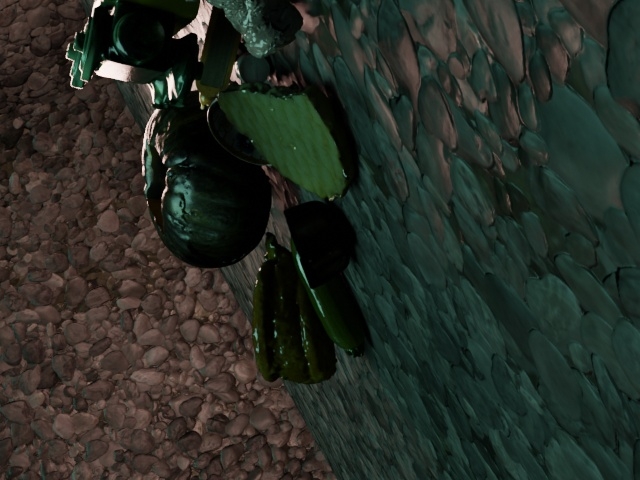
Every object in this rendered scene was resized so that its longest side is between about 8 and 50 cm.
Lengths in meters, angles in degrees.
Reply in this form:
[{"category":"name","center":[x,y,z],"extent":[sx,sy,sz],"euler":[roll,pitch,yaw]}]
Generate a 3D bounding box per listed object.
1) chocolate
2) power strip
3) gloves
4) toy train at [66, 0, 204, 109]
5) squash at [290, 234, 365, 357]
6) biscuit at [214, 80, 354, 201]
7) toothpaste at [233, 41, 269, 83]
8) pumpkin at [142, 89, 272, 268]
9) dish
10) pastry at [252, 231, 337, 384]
[{"category":"chocolate","center":[0.000,0.000,1.555],"extent":[0.149,0.080,0.125],"euler":[69,-178,-64]},{"category":"power strip","center":[-0.147,-0.266,1.492],"extent":[0.028,0.049,0.178],"euler":[-101,25,-54]},{"category":"gloves","center":[-0.079,-0.282,1.192],"extent":[0.144,0.110,0.094],"euler":[36,171,-21]},{"category":"toy train","center":[-0.259,-0.338,1.508],"extent":[0.442,0.179,0.273],"euler":[-157,79,-74]},{"category":"squash","center":[0.012,0.086,1.730],"extent":[0.258,0.069,0.069],"euler":[65,169,-11]},{"category":"biscuit","center":[-0.032,-0.131,1.372],"extent":[0.273,0.036,0.187],"euler":[18,143,56]},{"category":"toothpaste","center":[-0.116,-0.268,1.560],"extent":[0.193,0.045,0.071],"euler":[-132,26,-71]},{"category":"pumpkin","center":[-0.204,-0.106,1.843],"extent":[0.320,0.192,0.321],"euler":[170,90,-70]},{"category":"dish","center":[-0.087,-0.186,1.527],"extent":[0.141,0.078,0.141],"euler":[14,142,11]},{"category":"pastry","center":[-0.039,0.138,1.852],"extent":[0.240,0.132,0.235],"euler":[81,-168,-50]}]
